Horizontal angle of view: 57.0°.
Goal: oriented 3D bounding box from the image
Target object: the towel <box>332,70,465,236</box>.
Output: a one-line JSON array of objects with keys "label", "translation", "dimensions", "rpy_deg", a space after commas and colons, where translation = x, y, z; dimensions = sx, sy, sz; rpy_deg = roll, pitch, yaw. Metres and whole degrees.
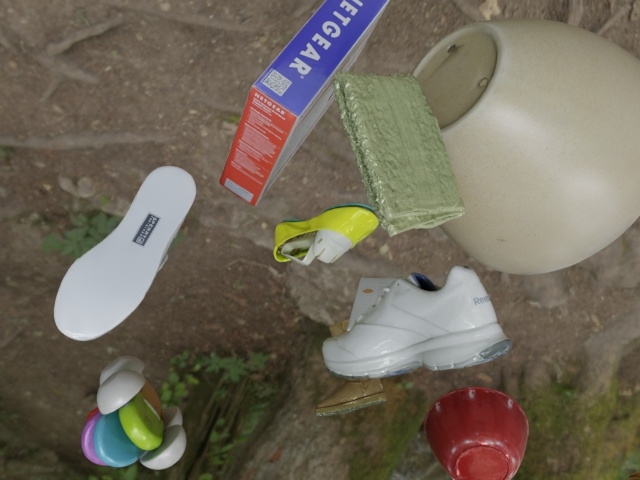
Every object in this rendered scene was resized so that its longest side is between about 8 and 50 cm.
[{"label": "towel", "translation": [0.069, -0.080, 0.516], "dimensions": [0.027, 0.110, 0.148], "rpy_deg": [-27, 78, 48]}]

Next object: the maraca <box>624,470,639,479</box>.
[{"label": "maraca", "translation": [0.439, 0.333, 0.745], "dimensions": [0.185, 0.099, 0.127], "rpy_deg": [-39, 151, 3]}]

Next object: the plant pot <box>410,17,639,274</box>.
[{"label": "plant pot", "translation": [0.197, -0.127, 0.648], "dimensions": [0.190, 0.284, 0.284], "rpy_deg": [26, 137, -33]}]

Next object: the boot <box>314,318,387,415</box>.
[{"label": "boot", "translation": [0.072, 0.393, 1.840], "dimensions": [0.235, 0.270, 0.089], "rpy_deg": [-13, 155, -3]}]

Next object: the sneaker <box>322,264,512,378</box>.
[{"label": "sneaker", "translation": [0.114, 0.116, 0.797], "dimensions": [0.297, 0.111, 0.130], "rpy_deg": [-22, 76, 42]}]

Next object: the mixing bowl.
[{"label": "mixing bowl", "translation": [0.268, 0.351, 1.000], "dimensions": [0.181, 0.098, 0.182], "rpy_deg": [3, 111, 7]}]

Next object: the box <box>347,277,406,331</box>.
[{"label": "box", "translation": [0.146, 0.174, 1.357], "dimensions": [0.129, 0.171, 0.091], "rpy_deg": [-1, 129, 20]}]

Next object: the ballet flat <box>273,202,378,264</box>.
[{"label": "ballet flat", "translation": [0.000, 0.000, 0.914], "dimensions": [0.077, 0.077, 0.230], "rpy_deg": [34, 155, -30]}]

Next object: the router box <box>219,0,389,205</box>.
[{"label": "router box", "translation": [-0.030, -0.261, 1.033], "dimensions": [0.082, 0.336, 0.301], "rpy_deg": [34, 151, -3]}]

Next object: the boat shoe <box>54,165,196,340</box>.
[{"label": "boat shoe", "translation": [-0.290, 0.023, 0.897], "dimensions": [0.108, 0.301, 0.102], "rpy_deg": [27, 153, -7]}]

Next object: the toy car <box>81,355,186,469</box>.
[{"label": "toy car", "translation": [-0.299, 0.279, 0.903], "dimensions": [0.159, 0.136, 0.182], "rpy_deg": [58, 168, -14]}]
